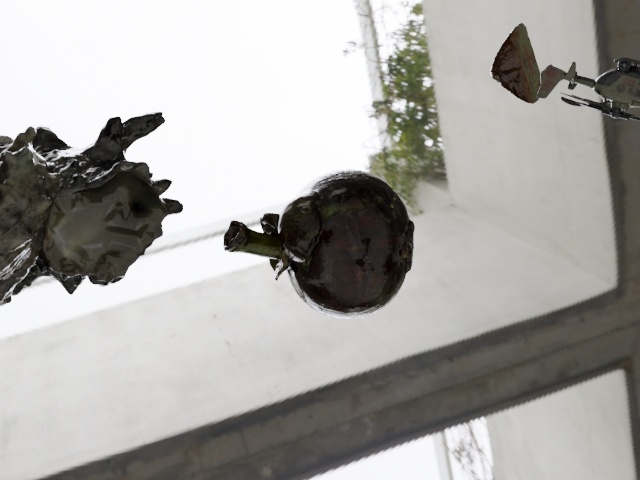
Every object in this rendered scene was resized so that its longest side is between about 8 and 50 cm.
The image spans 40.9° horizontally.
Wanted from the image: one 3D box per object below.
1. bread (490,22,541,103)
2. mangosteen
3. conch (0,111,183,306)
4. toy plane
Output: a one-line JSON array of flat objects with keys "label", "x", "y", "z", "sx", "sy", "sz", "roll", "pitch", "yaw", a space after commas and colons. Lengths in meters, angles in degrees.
[{"label": "bread", "x": 0.261, "y": -0.237, "z": 1.168, "sx": 0.043, "sy": 0.062, "sz": 0.109, "roll": -39, "pitch": -63, "yaw": -40}, {"label": "mangosteen", "x": 0.000, "y": 0.000, "z": 1.287, "sx": 0.289, "sy": 0.231, "sz": 0.231, "roll": 6, "pitch": -77, "yaw": -6}, {"label": "conch", "x": -0.289, "y": -0.034, "z": 0.833, "sx": 0.313, "sy": 0.241, "sz": 0.186, "roll": -13, "pitch": -92, "yaw": -19}, {"label": "toy plane", "x": 0.243, "y": -0.127, "z": 0.718, "sx": 0.121, "sy": 0.031, "sz": 0.049, "roll": 21, "pitch": -86, "yaw": 23}]
